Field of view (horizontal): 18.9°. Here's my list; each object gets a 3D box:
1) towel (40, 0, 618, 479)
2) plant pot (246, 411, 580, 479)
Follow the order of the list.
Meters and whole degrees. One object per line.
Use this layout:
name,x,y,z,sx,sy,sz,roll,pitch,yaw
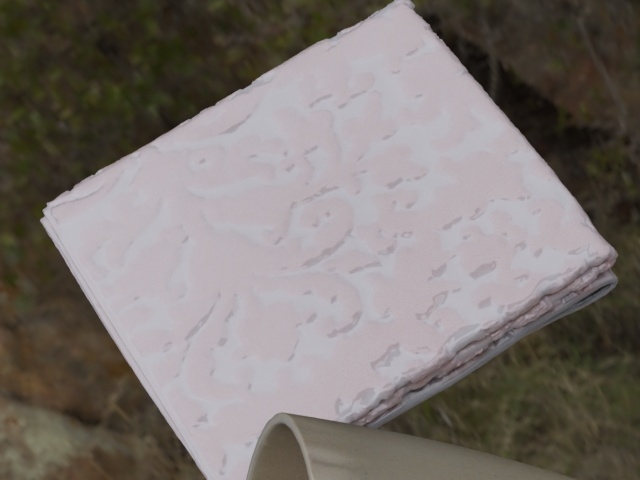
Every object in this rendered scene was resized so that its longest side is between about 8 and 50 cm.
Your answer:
towel,0.000,0.000,1.397,0.332,0.053,0.317,-30,54,-8
plant pot,0.106,0.225,1.048,0.274,0.256,0.256,3,54,-13
